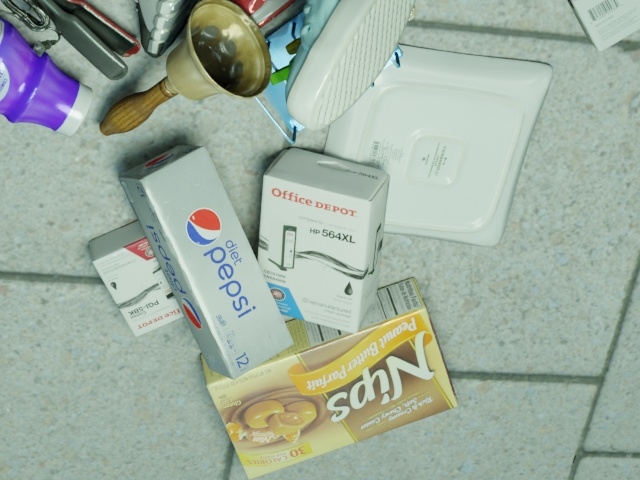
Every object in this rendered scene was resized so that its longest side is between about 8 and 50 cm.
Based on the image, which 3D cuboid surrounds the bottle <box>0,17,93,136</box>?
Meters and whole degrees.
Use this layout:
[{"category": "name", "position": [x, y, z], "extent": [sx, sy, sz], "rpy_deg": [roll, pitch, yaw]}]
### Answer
[{"category": "bottle", "position": [-0.405, -0.210, 1.821], "extent": [0.283, 0.092, 0.118], "rpy_deg": [27, 118, -25]}]

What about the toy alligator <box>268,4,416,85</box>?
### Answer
[{"category": "toy alligator", "position": [0.025, -0.224, 1.792], "extent": [0.190, 0.051, 0.056], "rpy_deg": [-26, 106, 8]}]

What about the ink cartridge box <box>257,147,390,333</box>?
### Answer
[{"category": "ink cartridge box", "position": [0.000, 0.000, 2.005], "extent": [0.148, 0.086, 0.203], "rpy_deg": [14, 123, 16]}]

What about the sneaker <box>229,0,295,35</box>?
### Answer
[{"category": "sneaker", "position": [-0.070, -0.334, 1.839], "extent": [0.221, 0.087, 0.128], "rpy_deg": [-35, 103, 13]}]

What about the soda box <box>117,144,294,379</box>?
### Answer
[{"category": "soda box", "position": [-0.143, 0.026, 1.960], "extent": [0.098, 0.091, 0.286], "rpy_deg": [-30, 107, -21]}]

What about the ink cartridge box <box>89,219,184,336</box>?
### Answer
[{"category": "ink cartridge box", "position": [-0.228, 0.046, 2.037], "extent": [0.099, 0.056, 0.135], "rpy_deg": [-24, 122, 3]}]

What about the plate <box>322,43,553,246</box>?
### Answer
[{"category": "plate", "position": [0.144, -0.113, 2.023], "extent": [0.278, 0.045, 0.277], "rpy_deg": [6, 120, -14]}]

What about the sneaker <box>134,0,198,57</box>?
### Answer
[{"category": "sneaker", "position": [-0.203, -0.327, 1.812], "extent": [0.132, 0.086, 0.228], "rpy_deg": [29, 134, 5]}]

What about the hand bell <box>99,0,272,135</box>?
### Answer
[{"category": "hand bell", "position": [-0.184, -0.181, 1.849], "extent": [0.126, 0.126, 0.242], "rpy_deg": [38, 137, -28]}]

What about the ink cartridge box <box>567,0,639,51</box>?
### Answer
[{"category": "ink cartridge box", "position": [0.351, -0.341, 1.906], "extent": [0.127, 0.072, 0.175], "rpy_deg": [-30, 122, 8]}]

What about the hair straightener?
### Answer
[{"category": "hair straightener", "position": [-0.312, -0.261, 1.811], "extent": [0.047, 0.089, 0.230], "rpy_deg": [-18, 132, 42]}]

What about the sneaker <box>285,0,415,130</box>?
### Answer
[{"category": "sneaker", "position": [0.026, -0.300, 1.731], "extent": [0.365, 0.150, 0.135], "rpy_deg": [-63, 158, -10]}]

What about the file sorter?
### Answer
[{"category": "file sorter", "position": [0.000, -0.212, 1.879], "extent": [0.170, 0.104, 0.118], "rpy_deg": [-35, 105, 10]}]

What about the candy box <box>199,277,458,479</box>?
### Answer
[{"category": "candy box", "position": [0.014, 0.193, 2.158], "extent": [0.317, 0.087, 0.183], "rpy_deg": [-20, 123, 0]}]
